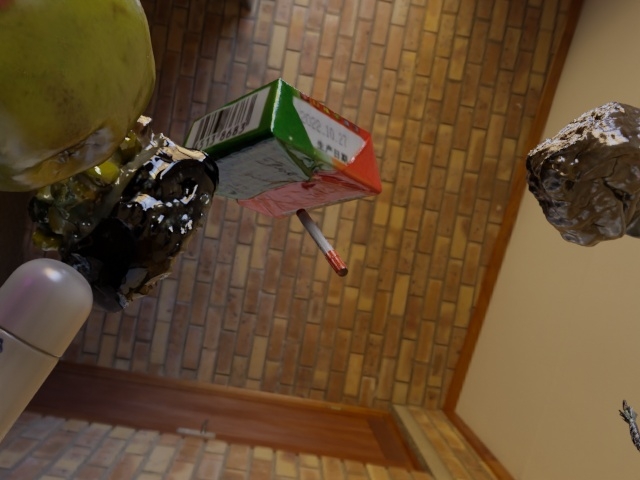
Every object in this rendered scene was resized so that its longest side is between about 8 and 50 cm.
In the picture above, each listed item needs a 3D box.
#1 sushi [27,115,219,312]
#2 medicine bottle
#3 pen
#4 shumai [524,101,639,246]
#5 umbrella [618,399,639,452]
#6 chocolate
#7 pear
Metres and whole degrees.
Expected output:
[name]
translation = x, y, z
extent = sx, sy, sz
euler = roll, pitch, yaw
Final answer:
[sushi]
translation = -0.378, -0.067, 1.081
extent = 0.327, 0.285, 0.329
euler = -22, -142, 54
[medicine bottle]
translation = -0.460, 0.180, 0.856
extent = 0.341, 0.130, 0.130
euler = -58, 177, -17
[pen]
translation = 0.000, 0.000, 1.299
extent = 0.239, 0.028, 0.028
euler = -126, -141, -48
[shumai]
translation = 0.386, -0.073, 0.795
extent = 0.185, 0.183, 0.218
euler = 57, 17, -5
[umbrella]
translation = 0.735, 0.434, 1.410
extent = 0.269, 0.044, 0.044
euler = -32, 123, -70
[chocolate]
translation = -0.096, -0.188, 1.357
extent = 0.360, 0.341, 0.162
euler = -11, -113, 43
[pear]
translation = -0.338, -0.220, 0.631
extent = 0.287, 0.375, 0.287
euler = -35, 163, -13
